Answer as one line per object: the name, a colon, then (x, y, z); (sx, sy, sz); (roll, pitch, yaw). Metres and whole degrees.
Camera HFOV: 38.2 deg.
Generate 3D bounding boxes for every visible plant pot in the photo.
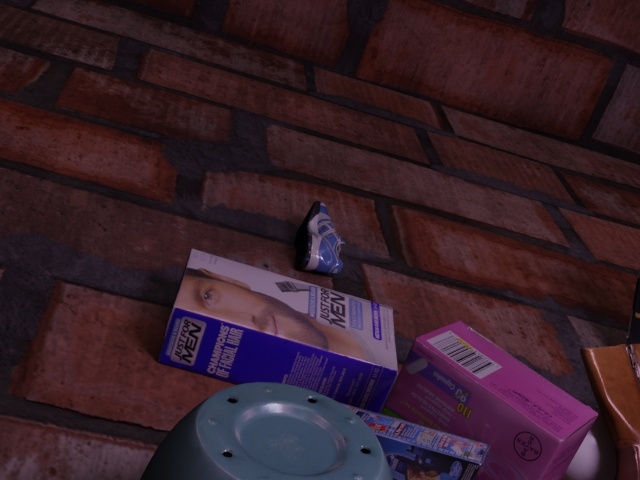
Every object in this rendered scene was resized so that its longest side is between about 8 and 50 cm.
plant pot: (-0.055, 0.285, 0.907); (0.293, 0.235, 0.293); (13, 23, -6)

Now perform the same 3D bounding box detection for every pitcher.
pitcher: (0.426, 0.343, 1.352); (0.207, 0.125, 0.177); (28, 40, -8)

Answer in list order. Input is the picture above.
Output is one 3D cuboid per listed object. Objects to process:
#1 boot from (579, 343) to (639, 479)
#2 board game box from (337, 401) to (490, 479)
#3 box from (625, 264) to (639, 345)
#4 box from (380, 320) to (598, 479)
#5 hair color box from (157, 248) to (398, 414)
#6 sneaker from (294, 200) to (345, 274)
boot: (0.408, 0.281, 1.256); (0.264, 0.096, 0.280); (-7, 78, -20)
board game box: (0.070, 0.286, 1.098); (0.194, 0.194, 0.060); (27, 18, 14)
box: (0.730, 0.135, 1.614); (0.097, 0.318, 0.395); (4, 7, -32)
box: (0.184, 0.264, 1.161); (0.214, 0.242, 0.117); (35, 27, 28)
hair color box: (-0.059, 0.140, 1.402); (0.339, 0.110, 0.185); (15, 26, -7)
sneaker: (0.000, 0.000, 1.782); (0.081, 0.080, 0.211); (22, 33, -12)
